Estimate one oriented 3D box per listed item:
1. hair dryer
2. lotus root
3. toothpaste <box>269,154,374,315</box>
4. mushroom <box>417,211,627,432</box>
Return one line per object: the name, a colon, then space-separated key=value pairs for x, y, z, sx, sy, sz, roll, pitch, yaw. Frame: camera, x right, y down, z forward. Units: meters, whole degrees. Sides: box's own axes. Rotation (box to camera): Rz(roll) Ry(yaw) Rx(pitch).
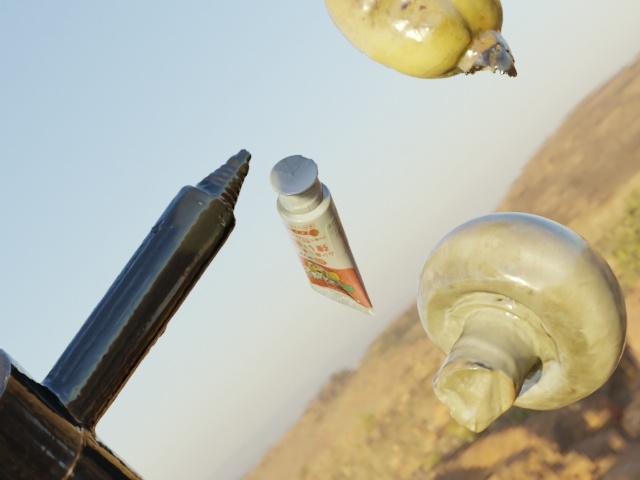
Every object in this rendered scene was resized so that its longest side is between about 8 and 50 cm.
hair dryer: x=-0.134 y=0.077 z=1.046 sx=0.107 sy=0.189 sz=0.352 roll=6 pitch=53 yaw=49
lotus root: x=0.099 y=-0.210 z=1.321 sx=0.125 sy=0.221 sz=0.118 roll=-54 pitch=-17 yaw=-11
toothpaste: x=0.000 y=0.000 z=1.496 sx=0.057 sy=0.089 sz=0.234 roll=-54 pitch=-32 yaw=-22
mushroom: x=0.170 y=0.083 z=1.272 sx=0.204 sy=0.204 sz=0.204 roll=-43 pitch=-4 yaw=-3
